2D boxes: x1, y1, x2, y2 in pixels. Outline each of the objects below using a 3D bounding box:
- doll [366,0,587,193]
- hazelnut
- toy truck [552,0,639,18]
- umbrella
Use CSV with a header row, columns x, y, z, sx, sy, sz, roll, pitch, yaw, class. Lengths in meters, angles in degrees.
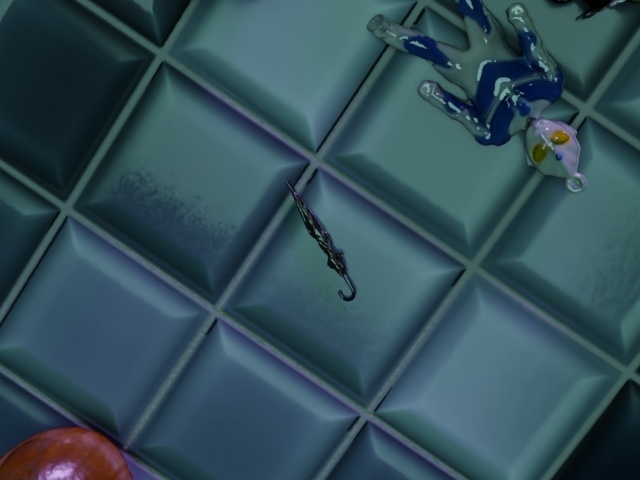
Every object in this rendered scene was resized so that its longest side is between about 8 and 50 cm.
x,y,z,sx,sy,sz,roll,pitch,yaw,class
0.150,-0.132,0.823,0.114,0.057,0.227,-43,90,6,doll
-0.232,0.245,0.877,0.150,0.150,0.150,1,99,6,hazelnut
0.199,-0.287,0.772,0.125,0.101,0.242,-36,96,5,toy truck
0.002,-0.001,0.880,0.022,0.013,0.122,-23,97,31,umbrella
